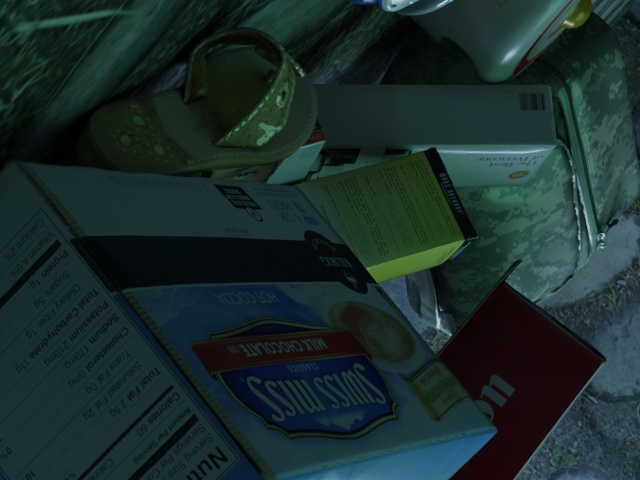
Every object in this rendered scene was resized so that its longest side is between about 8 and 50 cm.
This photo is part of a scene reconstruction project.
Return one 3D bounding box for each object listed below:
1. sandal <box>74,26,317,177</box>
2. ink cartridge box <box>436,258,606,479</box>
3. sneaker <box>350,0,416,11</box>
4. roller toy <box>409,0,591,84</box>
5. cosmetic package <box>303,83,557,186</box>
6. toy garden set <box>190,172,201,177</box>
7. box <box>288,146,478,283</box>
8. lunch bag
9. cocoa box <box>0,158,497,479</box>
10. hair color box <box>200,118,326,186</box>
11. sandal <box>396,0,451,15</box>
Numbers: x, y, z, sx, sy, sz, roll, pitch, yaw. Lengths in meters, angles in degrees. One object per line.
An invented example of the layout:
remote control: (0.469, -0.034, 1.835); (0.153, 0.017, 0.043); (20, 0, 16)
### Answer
sandal: (-0.053, -0.096, 1.109); (0.079, 0.088, 0.240); (-47, 169, 37)
ink cartridge box: (0.114, 0.202, 1.600); (0.309, 0.130, 0.272); (-49, 172, -22)
sneaker: (0.056, -0.195, 1.101); (0.131, 0.112, 0.296); (-48, 173, 19)
roller toy: (0.167, -0.232, 1.438); (0.209, 0.146, 0.191); (-43, 174, -34)
cosmetic package: (0.068, -0.085, 1.450); (0.239, 0.060, 0.099); (-1, 163, -10)
toy garden set: (-0.200, 0.043, 1.204); (0.244, 0.049, 0.204); (-41, 170, -45)
box: (0.000, 0.000, 1.332); (0.232, 0.087, 0.058); (-17, 163, -27)
lunch bag: (0.169, -0.073, 1.742); (0.256, 0.212, 0.305); (-46, 145, -21)
cocoa box: (-0.092, 0.116, 1.042); (0.231, 0.228, 0.347); (-46, 161, 17)
hair color box: (-0.064, -0.051, 1.330); (0.093, 0.053, 0.167); (-15, 161, -20)
sandal: (0.149, -0.261, 1.266); (0.265, 0.102, 0.076); (-49, 139, 13)
